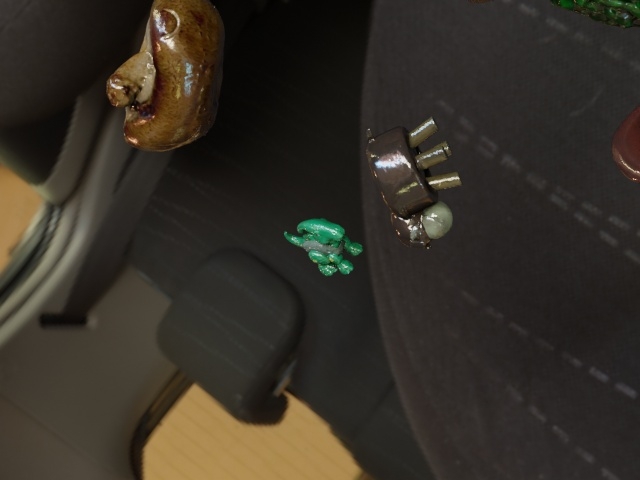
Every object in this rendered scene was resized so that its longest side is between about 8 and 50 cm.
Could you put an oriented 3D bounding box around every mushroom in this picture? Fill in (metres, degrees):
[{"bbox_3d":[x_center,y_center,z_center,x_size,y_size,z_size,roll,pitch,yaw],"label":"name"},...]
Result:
[{"bbox_3d":[-0.189,-0.227,1.327,0.138,0.194,0.231,24,130,0],"label":"mushroom"}]

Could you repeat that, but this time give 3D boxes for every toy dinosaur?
[{"bbox_3d":[0.000,0.000,1.383,0.132,0.059,0.096,3,148,47],"label":"toy dinosaur"}]

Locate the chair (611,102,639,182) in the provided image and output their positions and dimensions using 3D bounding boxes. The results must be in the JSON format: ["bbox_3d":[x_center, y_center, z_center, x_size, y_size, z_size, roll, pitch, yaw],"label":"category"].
[{"bbox_3d":[0.692,-0.176,1.634,0.401,0.226,0.226,5,-171,-29],"label":"chair"}]

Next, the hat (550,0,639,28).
[{"bbox_3d":[0.281,-0.398,1.136,0.332,0.242,0.274,9,-142,-22],"label":"hat"}]

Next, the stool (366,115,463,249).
[{"bbox_3d":[0.142,-0.080,1.437,0.125,0.121,0.217,-83,-30,-66],"label":"stool"}]

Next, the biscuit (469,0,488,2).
[{"bbox_3d":[0.161,-0.215,0.650,0.044,0.186,0.295,69,-161,2],"label":"biscuit"}]
